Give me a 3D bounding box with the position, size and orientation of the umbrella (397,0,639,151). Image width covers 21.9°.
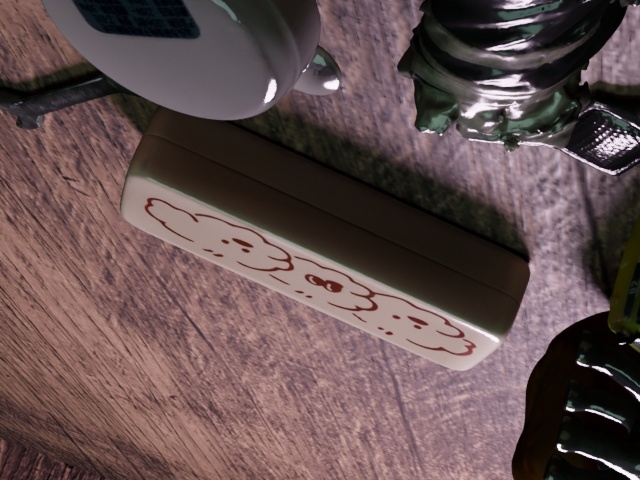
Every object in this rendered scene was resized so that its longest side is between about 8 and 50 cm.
[{"bbox_3d":[0.125,-0.164,0.813,0.113,0.106,0.357,15,154,-4],"label":"umbrella"}]

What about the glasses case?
[{"bbox_3d":[0.000,0.000,1.380,0.336,0.076,0.144,24,161,-2],"label":"glasses case"}]

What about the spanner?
[{"bbox_3d":[-0.210,-0.122,1.386,0.054,0.015,0.254,34,158,-28],"label":"spanner"}]

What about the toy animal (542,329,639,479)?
[{"bbox_3d":[0.218,0.116,1.045,0.137,0.082,0.269,19,160,1],"label":"toy animal"}]

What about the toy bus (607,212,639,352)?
[{"bbox_3d":[0.315,0.062,1.109,0.262,0.128,0.150,36,157,-34],"label":"toy bus"}]

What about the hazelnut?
[{"bbox_3d":[0.258,0.163,1.287,0.217,0.217,0.251,24,-176,-2],"label":"hazelnut"}]

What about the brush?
[{"bbox_3d":[0.199,-0.077,1.039,0.063,0.016,0.193,25,161,-8],"label":"brush"}]

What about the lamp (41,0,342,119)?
[{"bbox_3d":[-0.092,-0.169,0.990,0.179,0.108,0.246,5,153,32],"label":"lamp"}]
